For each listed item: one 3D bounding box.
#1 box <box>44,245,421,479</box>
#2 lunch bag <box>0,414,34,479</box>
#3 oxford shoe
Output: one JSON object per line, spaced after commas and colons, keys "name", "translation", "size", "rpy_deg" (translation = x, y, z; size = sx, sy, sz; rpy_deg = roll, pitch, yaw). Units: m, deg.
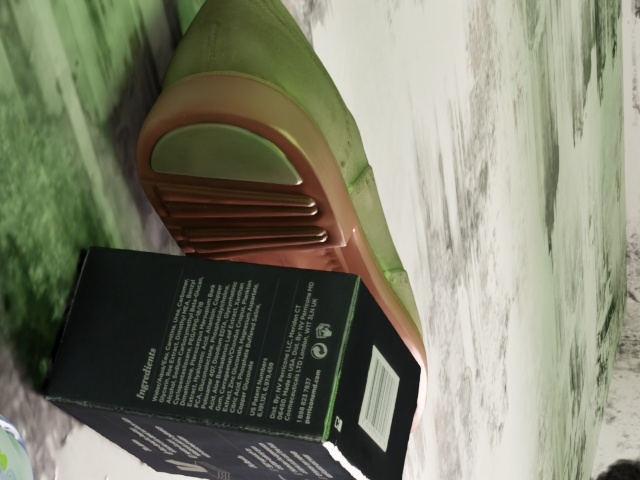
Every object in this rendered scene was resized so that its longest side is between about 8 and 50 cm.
{"name": "box", "translation": [-0.041, 0.078, 0.773], "size": [0.156, 0.158, 0.093], "rpy_deg": [56, 43, -62]}
{"name": "lunch bag", "translation": [-0.160, 0.124, 0.475], "size": [0.219, 0.090, 0.176], "rpy_deg": [70, 13, -70]}
{"name": "oxford shoe", "translation": [0.000, 0.000, 0.919], "size": [0.397, 0.140, 0.146], "rpy_deg": [74, 21, -51]}
